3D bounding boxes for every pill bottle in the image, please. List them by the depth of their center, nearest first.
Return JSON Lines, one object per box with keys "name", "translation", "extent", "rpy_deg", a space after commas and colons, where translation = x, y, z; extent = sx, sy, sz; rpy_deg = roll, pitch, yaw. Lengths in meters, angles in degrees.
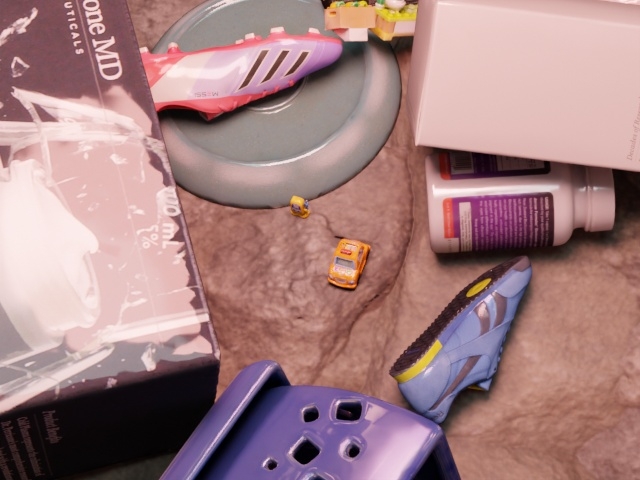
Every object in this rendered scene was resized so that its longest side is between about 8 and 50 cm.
{"name": "pill bottle", "translation": [0.210, -0.045, 1.463], "extent": [0.193, 0.108, 0.108], "rpy_deg": [-3, 61, 4]}

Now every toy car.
{"name": "toy car", "translation": [0.000, 0.000, 1.500], "extent": [0.122, 0.040, 0.060], "rpy_deg": [32, 69, 21]}

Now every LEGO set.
{"name": "LEGO set", "translation": [0.153, -0.271, 1.560], "extent": [0.287, 0.107, 0.132], "rpy_deg": [12, 29, -2]}

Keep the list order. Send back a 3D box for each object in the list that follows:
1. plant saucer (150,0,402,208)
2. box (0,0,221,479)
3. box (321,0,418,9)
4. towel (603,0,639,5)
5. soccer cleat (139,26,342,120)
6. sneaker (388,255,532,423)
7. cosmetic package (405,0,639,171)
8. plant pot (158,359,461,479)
{"name": "plant saucer", "translation": [-0.064, -0.184, 1.608], "extent": [0.317, 0.044, 0.318], "rpy_deg": [-3, 62, 5]}
{"name": "box", "translation": [-0.382, -0.003, 1.328], "extent": [0.471, 0.297, 0.480], "rpy_deg": [-12, 69, -13]}
{"name": "box", "translation": [0.075, -0.350, 1.659], "extent": [0.190, 0.045, 0.184], "rpy_deg": [-12, 52, -12]}
{"name": "towel", "translation": [0.414, -0.388, 1.663], "extent": [0.331, 0.053, 0.317], "rpy_deg": [15, 63, 13]}
{"name": "soccer cleat", "translation": [-0.095, -0.183, 1.553], "extent": [0.248, 0.083, 0.095], "rpy_deg": [-8, 92, -4]}
{"name": "sneaker", "translation": [0.160, 0.102, 1.423], "extent": [0.082, 0.069, 0.209], "rpy_deg": [49, 63, -8]}
{"name": "cosmetic package", "translation": [0.279, -0.169, 1.420], "extent": [0.365, 0.155, 0.197], "rpy_deg": [6, 18, 0]}
{"name": "plant pot", "translation": [-0.019, 0.260, 1.258], "extent": [0.212, 0.236, 0.236], "rpy_deg": [25, 67, 26]}
